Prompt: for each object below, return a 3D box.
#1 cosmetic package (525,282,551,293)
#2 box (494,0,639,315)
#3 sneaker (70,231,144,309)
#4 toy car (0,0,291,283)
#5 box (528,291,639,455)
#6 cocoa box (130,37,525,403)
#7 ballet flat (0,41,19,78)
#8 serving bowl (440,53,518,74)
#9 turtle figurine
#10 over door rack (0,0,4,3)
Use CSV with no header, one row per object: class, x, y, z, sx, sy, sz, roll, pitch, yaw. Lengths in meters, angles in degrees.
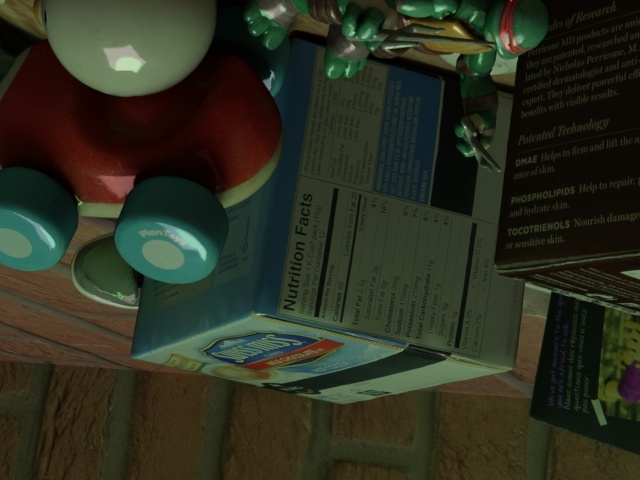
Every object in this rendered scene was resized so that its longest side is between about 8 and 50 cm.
cosmetic package,0.225,0.020,1.478,0.099,0.060,0.239,12,-178,-37
box,0.233,-0.064,0.932,0.168,0.203,0.167,16,165,-33
sneaker,-0.148,0.034,1.746,0.296,0.123,0.178,1,173,-8
toy car,-0.142,-0.132,0.988,0.210,0.219,0.238,4,138,16
box,0.326,0.106,1.164,0.165,0.143,0.270,3,-171,-43
cocoa box,0.000,0.000,1.277,0.228,0.231,0.347,13,166,-20
ballet flat,-0.275,-0.124,1.199,0.095,0.096,0.280,-5,162,44
serving bowl,0.120,-0.139,1.066,0.083,0.027,0.083,6,167,1
turtle figurine,0.067,-0.129,0.940,0.234,0.118,0.175,18,161,48
over door rack,-0.338,-0.148,0.988,0.239,0.108,0.324,11,141,-16
